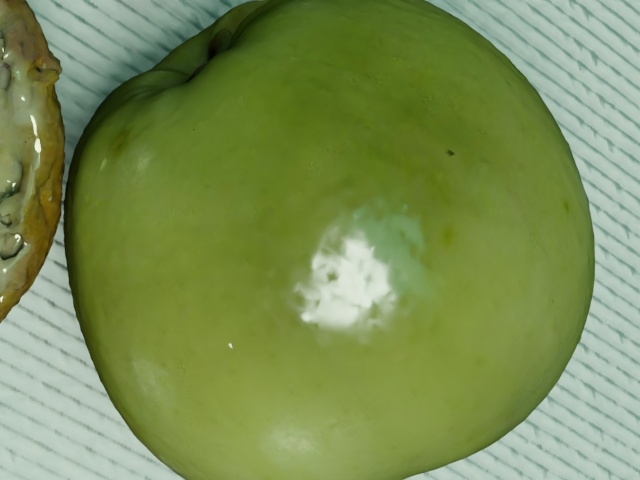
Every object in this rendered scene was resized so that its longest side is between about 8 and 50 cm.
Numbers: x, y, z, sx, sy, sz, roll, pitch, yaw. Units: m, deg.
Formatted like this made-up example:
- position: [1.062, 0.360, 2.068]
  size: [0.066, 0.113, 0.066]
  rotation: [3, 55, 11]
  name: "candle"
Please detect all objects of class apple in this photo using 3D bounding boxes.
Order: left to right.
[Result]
- position: [0.000, 0.000, 0.857]
  size: [0.292, 0.292, 0.254]
  rotation: [-39, 105, -17]
  name: "apple"

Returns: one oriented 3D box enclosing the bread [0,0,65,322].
- position: [-0.267, -0.047, 0.804]
  size: [0.274, 0.149, 0.274]
  rotation: [-4, 101, -21]
  name: "bread"
